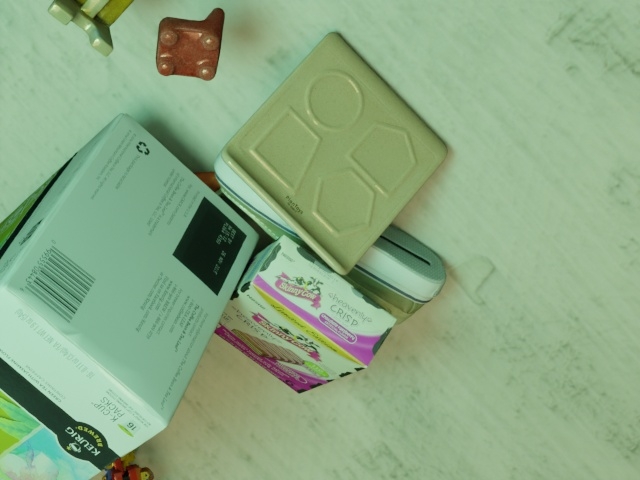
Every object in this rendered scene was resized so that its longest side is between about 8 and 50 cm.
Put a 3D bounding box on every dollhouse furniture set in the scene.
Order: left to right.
[{"bbox_3d":[-0.076,-0.323,1.421,0.201,0.152,0.374,38,113,-24],"label":"dollhouse furniture set"}]

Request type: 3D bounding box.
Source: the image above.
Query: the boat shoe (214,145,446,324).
[{"bbox_3d":[0.000,0.000,1.602,0.302,0.109,0.094,32,116,-9],"label":"boat shoe"}]

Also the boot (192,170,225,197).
[{"bbox_3d":[-0.179,-0.072,1.624,0.158,0.059,0.084,-8,107,13],"label":"boot"}]

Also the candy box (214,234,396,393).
[{"bbox_3d":[-0.033,0.090,1.588,0.159,0.071,0.233,37,157,-8],"label":"candy box"}]

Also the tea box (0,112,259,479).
[{"bbox_3d":[-0.283,0.094,1.522,0.220,0.329,0.323,42,125,-15],"label":"tea box"}]

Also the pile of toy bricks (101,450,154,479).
[{"bbox_3d":[-0.212,0.356,1.799,0.105,0.118,0.212,-13,104,-21],"label":"pile of toy bricks"}]

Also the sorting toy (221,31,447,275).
[{"bbox_3d":[0.016,-0.095,1.533,0.193,0.038,0.208,45,68,-11],"label":"sorting toy"}]
